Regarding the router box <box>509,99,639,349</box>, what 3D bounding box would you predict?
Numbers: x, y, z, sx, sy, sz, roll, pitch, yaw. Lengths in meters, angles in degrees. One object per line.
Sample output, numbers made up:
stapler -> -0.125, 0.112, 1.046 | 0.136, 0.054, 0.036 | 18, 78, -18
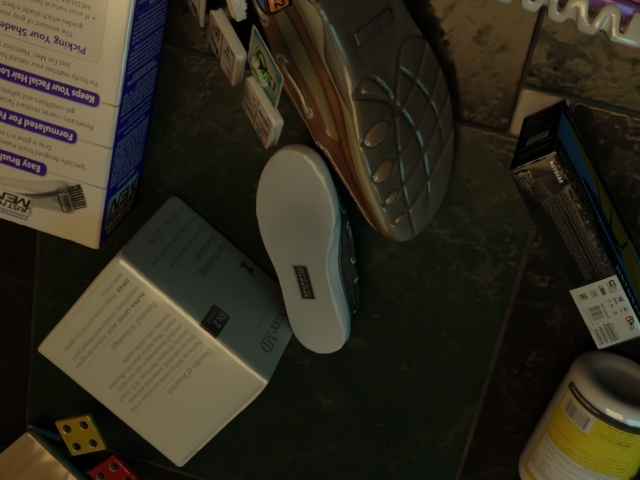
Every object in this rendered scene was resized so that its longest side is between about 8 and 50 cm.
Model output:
router box -> 0.224, -0.017, 0.928 | 0.046, 0.133, 0.179 | -22, 108, 24

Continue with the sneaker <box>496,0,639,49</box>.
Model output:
sneaker -> 0.172, -0.238, 0.866 | 0.236, 0.095, 0.104 | 19, 112, 1

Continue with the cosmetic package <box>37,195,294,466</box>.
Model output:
cosmetic package -> -0.142, 0.087, 1.070 | 0.183, 0.151, 0.151 | 40, 118, -7

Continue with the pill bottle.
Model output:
pill bottle -> 0.254, 0.204, 1.043 | 0.103, 0.103, 0.184 | 23, 119, 4

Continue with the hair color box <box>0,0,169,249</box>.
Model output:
hair color box -> -0.248, -0.180, 0.997 | 0.185, 0.110, 0.339 | 18, 117, 5

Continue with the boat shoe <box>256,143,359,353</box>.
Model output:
boat shoe -> 0.000, 0.000, 1.024 | 0.080, 0.076, 0.228 | 3, 125, 25

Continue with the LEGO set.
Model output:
LEGO set -> -0.058, -0.193, 0.872 | 0.060, 0.244, 0.182 | -27, 83, -11

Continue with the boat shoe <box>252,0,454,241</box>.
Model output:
boat shoe -> 0.024, -0.150, 0.944 | 0.116, 0.123, 0.324 | 12, 128, 49

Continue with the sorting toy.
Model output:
sorting toy -> -0.319, 0.285, 1.275 | 0.132, 0.046, 0.274 | 46, 118, -8
